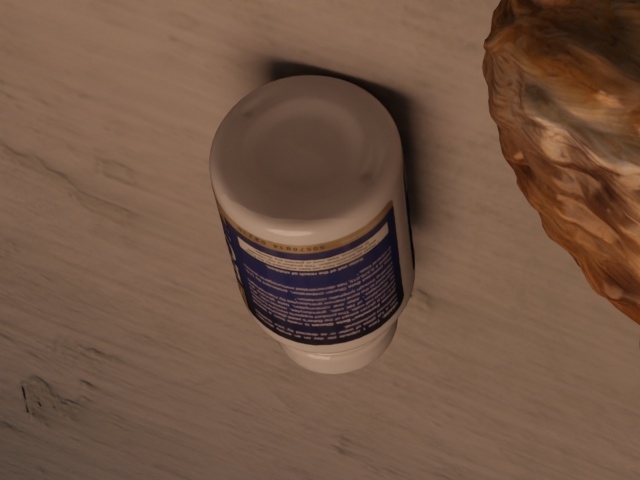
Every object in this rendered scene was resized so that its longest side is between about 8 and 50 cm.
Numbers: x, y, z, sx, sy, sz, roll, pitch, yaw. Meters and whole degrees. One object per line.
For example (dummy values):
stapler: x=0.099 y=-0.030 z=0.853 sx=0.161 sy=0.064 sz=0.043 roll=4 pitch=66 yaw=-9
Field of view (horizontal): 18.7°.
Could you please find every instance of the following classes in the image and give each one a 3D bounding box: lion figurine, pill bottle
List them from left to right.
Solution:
pill bottle: x=0.000 y=0.000 z=0.994 sx=0.094 sy=0.094 sz=0.169 roll=16 pitch=152 yaw=16
lion figurine: x=0.194 y=0.026 z=0.843 sx=0.240 sy=0.142 sz=0.392 roll=22 pitch=158 yaw=20
